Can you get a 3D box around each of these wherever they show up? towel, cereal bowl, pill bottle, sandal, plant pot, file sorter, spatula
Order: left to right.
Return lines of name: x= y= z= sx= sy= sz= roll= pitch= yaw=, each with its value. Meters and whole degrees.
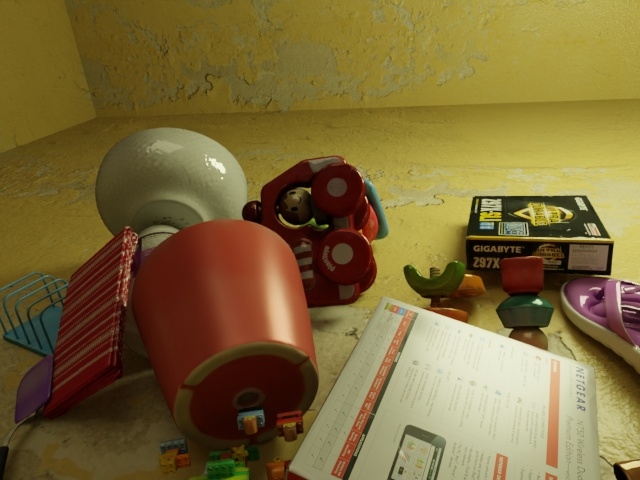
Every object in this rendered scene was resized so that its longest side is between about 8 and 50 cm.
spatula: x=-0.443 y=0.287 z=0.779 sx=0.084 sy=0.030 sz=0.297 roll=-36 pitch=28 yaw=11
file sorter: x=-0.528 y=0.138 z=1.049 sx=0.170 sy=0.105 sz=0.118 roll=10 pitch=30 yaw=30
towel: x=-0.372 y=0.130 z=0.885 sx=0.198 sy=0.031 sz=0.275 roll=-34 pitch=45 yaw=27
pill bottle: x=-0.301 y=0.080 z=1.041 sx=0.169 sy=0.170 sz=0.301 roll=-13 pitch=25 yaw=-13
cereal bowl: x=-0.332 y=-0.074 z=1.213 sx=0.338 sy=0.339 sz=0.141 roll=-7 pitch=42 yaw=-2
plant pot: x=-0.130 y=0.144 z=0.794 sx=0.274 sy=0.275 sz=0.243 roll=-13 pitch=36 yaw=-14
sandal: x=0.508 y=0.118 z=0.812 sx=0.169 sy=0.102 sz=0.416 roll=-6 pitch=19 yaw=-2

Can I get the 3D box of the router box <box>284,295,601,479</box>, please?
router box: x=0.159 y=0.228 z=0.641 sx=0.300 sy=0.082 sz=0.335 roll=18 pitch=32 yaw=16

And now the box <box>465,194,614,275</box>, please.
box: x=0.444 y=-0.022 z=1.142 sx=0.256 sy=0.080 sz=0.322 roll=0 pitch=19 yaw=19

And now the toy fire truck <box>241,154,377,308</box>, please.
toy fire truck: x=-0.028 y=-0.011 z=1.047 sx=0.253 sy=0.303 sz=0.169 roll=-7 pitch=-13 yaw=7

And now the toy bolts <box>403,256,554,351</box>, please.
toy bolts: x=0.269 y=0.128 z=0.906 sx=0.228 sy=0.159 sz=0.218 roll=-6 pitch=-17 yaw=24

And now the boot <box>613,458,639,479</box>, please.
boot: x=0.483 y=0.280 z=0.517 sx=0.280 sy=0.096 sz=0.264 roll=-10 pitch=26 yaw=-5

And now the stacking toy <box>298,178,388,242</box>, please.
stacking toy: x=0.000 y=0.000 z=1.188 sx=0.175 sy=0.166 sz=0.302 roll=7 pitch=39 yaw=42

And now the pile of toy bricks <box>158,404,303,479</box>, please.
pile of toy bricks: x=-0.103 y=0.273 z=0.628 sx=0.212 sy=0.118 sz=0.105 roll=-9 pitch=6 yaw=-3
